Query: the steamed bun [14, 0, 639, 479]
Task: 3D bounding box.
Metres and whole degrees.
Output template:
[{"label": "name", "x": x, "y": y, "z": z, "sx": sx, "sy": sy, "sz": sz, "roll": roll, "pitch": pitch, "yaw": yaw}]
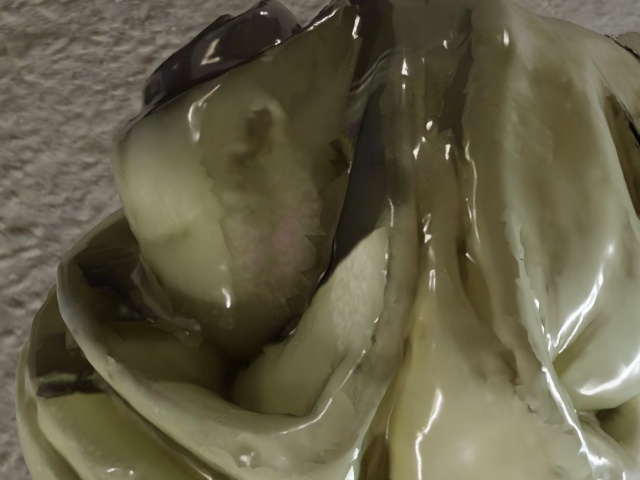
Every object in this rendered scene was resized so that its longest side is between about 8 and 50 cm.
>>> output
[{"label": "steamed bun", "x": 0.000, "y": 0.000, "z": 0.501, "sx": 0.394, "sy": 0.346, "sz": 0.237, "roll": -43, "pitch": 119, "yaw": -9}]
